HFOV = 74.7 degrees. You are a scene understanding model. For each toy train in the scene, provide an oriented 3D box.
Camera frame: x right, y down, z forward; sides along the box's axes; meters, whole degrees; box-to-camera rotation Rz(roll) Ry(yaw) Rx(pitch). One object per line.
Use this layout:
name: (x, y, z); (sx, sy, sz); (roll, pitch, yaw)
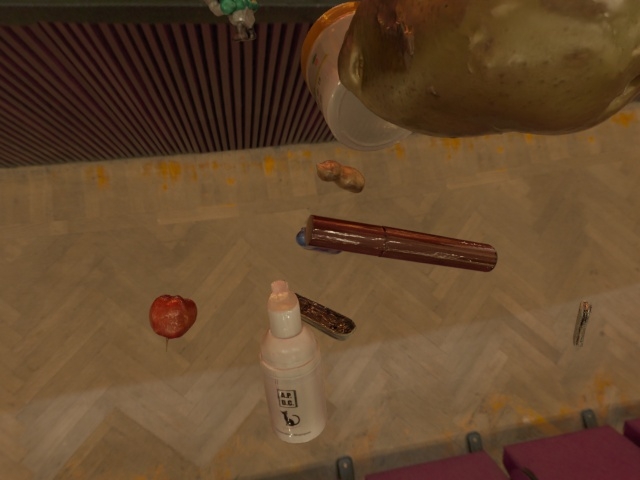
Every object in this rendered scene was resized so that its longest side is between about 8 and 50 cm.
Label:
toy train: (0.005, 0.311, 1.640); (0.086, 0.406, 0.088); (-43, 123, -23)

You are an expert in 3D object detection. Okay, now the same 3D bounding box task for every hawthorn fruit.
hawthorn fruit: (-0.398, 0.204, 1.110); (0.125, 0.125, 0.140); (43, 71, -6)

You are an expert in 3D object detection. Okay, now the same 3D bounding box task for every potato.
potato: (0.147, -0.202, 0.410); (0.202, 0.350, 0.218); (31, 79, -40)

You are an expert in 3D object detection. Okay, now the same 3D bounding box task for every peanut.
peanut: (0.071, -0.234, 1.514); (0.227, 0.104, 0.086); (17, 119, -37)

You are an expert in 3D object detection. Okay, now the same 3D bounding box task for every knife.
knife: (0.593, 0.196, 0.953); (0.023, 0.162, 0.044); (6, 53, 29)

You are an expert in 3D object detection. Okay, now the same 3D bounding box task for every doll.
doll: (-0.235, -0.624, 1.002); (0.153, 0.195, 0.259); (5, 90, 29)

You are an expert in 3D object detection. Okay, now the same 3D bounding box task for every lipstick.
lipstick: (0.149, 0.008, 0.741); (0.356, 0.057, 0.057); (10, 86, -16)

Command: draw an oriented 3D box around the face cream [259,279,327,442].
face cream: (-0.070, 0.277, 0.968); (0.145, 0.145, 0.370); (-11, 114, -11)

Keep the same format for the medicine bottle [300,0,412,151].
medicine bottle: (0.095, -0.353, 0.913); (0.237, 0.238, 0.232); (-11, 51, -11)

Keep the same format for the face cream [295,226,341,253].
face cream: (0.000, 0.000, 1.666); (0.149, 0.264, 0.083); (-20, 71, 28)
